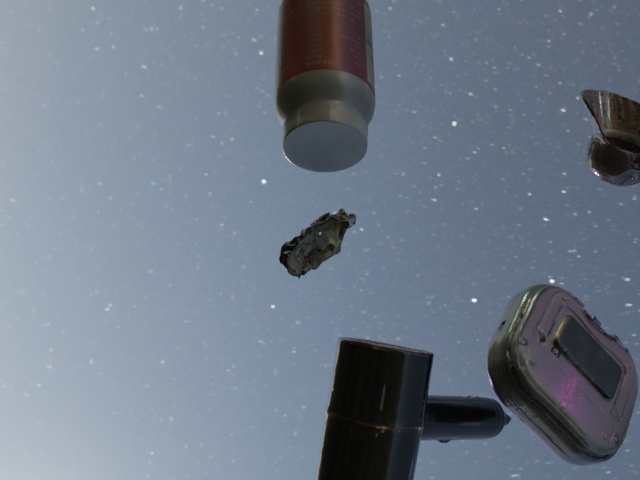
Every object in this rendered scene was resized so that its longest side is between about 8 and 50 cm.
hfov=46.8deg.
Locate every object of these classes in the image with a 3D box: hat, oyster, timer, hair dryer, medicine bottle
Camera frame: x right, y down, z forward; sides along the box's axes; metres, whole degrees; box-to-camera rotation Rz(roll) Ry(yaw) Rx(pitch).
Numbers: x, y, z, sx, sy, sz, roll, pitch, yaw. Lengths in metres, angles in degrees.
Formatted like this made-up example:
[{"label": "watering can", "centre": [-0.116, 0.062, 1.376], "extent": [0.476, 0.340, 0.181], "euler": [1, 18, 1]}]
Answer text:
[{"label": "hat", "centre": [0.219, -0.075, 0.555], "extent": [0.042, 0.058, 0.087], "euler": [115, -28, -46]}, {"label": "oyster", "centre": [-0.001, -0.001, 0.786], "extent": [0.029, 0.132, 0.086], "euler": [36, -83, 17]}, {"label": "timer", "centre": [0.310, 0.165, 0.932], "extent": [0.190, 0.208, 0.069], "euler": [-52, -173, -39]}, {"label": "hair dryer", "centre": [0.136, 0.226, 0.864], "extent": [0.107, 0.352, 0.189], "euler": [5, -98, 44]}, {"label": "medicine bottle", "centre": [0.006, -0.220, 0.968], "extent": [0.131, 0.131, 0.250], "euler": [-34, -134, 43]}]
